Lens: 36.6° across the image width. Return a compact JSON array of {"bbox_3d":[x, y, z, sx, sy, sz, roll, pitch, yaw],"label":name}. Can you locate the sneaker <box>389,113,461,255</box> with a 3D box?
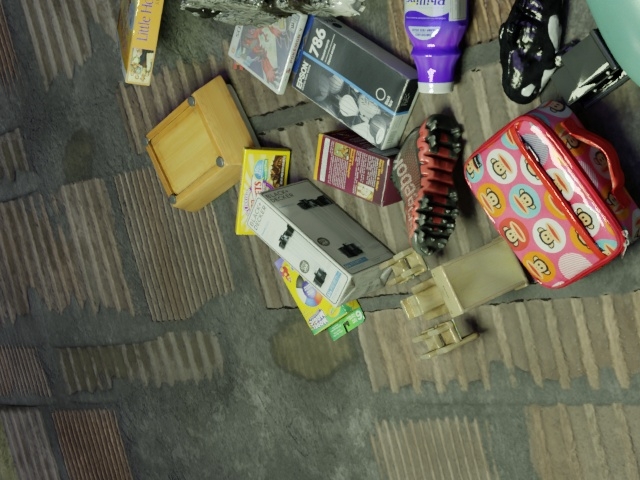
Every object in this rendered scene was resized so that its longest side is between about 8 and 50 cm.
[{"bbox_3d":[0.195,-0.098,1.845,0.135,0.097,0.276,-16,64,54],"label":"sneaker"}]

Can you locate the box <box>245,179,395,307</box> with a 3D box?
[{"bbox_3d":[0.000,0.000,2.044,0.290,0.169,0.087,42,127,26],"label":"box"}]

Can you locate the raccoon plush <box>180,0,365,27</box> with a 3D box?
[{"bbox_3d":[-0.100,-0.596,1.946,0.446,0.216,0.299,7,88,13],"label":"raccoon plush"}]

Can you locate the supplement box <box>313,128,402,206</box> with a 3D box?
[{"bbox_3d":[0.085,-0.151,1.979,0.188,0.080,0.104,25,118,35],"label":"supplement box"}]

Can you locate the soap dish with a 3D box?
[{"bbox_3d":[-0.283,-0.217,2.267,0.291,0.118,0.229,-31,82,44],"label":"soap dish"}]

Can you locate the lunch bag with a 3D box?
[{"bbox_3d":[0.408,-0.083,1.650,0.293,0.120,0.258,55,143,5],"label":"lunch bag"}]

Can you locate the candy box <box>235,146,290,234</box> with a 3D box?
[{"bbox_3d":[-0.131,-0.109,2.177,0.027,0.105,0.206,-115,29,-63],"label":"candy box"}]

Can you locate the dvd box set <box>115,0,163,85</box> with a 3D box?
[{"bbox_3d":[-0.397,-0.604,2.187,0.308,0.062,0.420,-113,34,-54],"label":"dvd box set"}]

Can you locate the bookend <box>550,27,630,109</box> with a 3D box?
[{"bbox_3d":[0.437,-0.274,1.568,0.156,0.157,0.072,-38,77,42],"label":"bookend"}]

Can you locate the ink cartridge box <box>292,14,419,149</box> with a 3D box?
[{"bbox_3d":[0.049,-0.339,1.967,0.332,0.065,0.165,39,126,28],"label":"ink cartridge box"}]

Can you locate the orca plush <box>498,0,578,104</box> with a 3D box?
[{"bbox_3d":[0.365,-0.363,1.642,0.151,0.102,0.287,45,128,23],"label":"orca plush"}]

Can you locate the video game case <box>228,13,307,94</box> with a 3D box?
[{"bbox_3d":[-0.117,-0.441,2.084,0.201,0.023,0.183,42,125,36],"label":"video game case"}]

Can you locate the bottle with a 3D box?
[{"bbox_3d":[0.212,-0.414,1.772,0.118,0.092,0.283,12,111,38],"label":"bottle"}]

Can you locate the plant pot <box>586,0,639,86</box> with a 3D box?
[{"bbox_3d":[0.536,-0.342,1.383,0.293,0.293,0.235,-7,113,43],"label":"plant pot"}]

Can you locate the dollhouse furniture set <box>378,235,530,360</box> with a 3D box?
[{"bbox_3d":[0.263,0.092,1.887,0.212,0.161,0.242,65,156,5],"label":"dollhouse furniture set"}]

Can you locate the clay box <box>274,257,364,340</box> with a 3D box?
[{"bbox_3d":[-0.002,0.111,2.160,0.127,0.053,0.222,-39,75,43],"label":"clay box"}]

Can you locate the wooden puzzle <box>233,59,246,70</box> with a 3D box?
[{"bbox_3d":[-0.177,-0.410,2.186,0.083,0.006,0.049,15,113,38],"label":"wooden puzzle"}]
